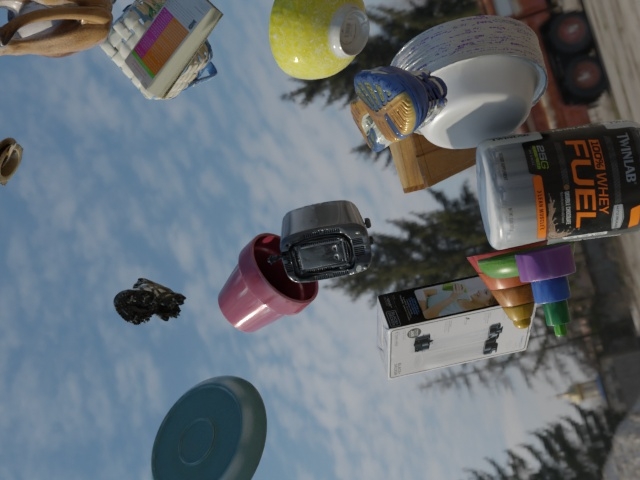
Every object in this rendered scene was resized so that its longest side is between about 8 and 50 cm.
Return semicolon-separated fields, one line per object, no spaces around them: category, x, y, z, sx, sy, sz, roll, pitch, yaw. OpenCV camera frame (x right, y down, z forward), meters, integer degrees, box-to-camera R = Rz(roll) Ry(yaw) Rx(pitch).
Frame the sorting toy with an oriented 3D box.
sorting toy;0.282;0.070;1.162;0.365;0.127;0.126;-6;-95;-87

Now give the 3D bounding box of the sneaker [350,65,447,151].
sneaker;0.124;-0.211;1.247;0.112;0.131;0.296;61;177;-4

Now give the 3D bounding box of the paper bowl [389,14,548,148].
paper bowl;0.275;-0.273;1.592;0.284;0.284;0.148;40;-143;-61

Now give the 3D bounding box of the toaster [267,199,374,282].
toaster;0.000;0.000;1.857;0.146;0.227;0.129;-95;-8;-60

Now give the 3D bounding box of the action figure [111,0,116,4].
action figure;-0.302;-0.547;1.477;0.341;0.178;0.330;38;159;14

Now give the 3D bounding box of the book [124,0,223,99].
book;-0.207;-0.281;1.193;0.035;0.144;0.096;24;-160;-50

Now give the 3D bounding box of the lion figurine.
lion figurine;-0.373;-0.310;1.214;0.392;0.240;0.142;37;129;54

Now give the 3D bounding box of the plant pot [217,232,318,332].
plant pot;-0.135;0.112;2.000;0.201;0.180;0.201;33;-147;-25

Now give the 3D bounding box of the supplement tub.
supplement tub;0.461;-0.103;1.554;0.207;0.338;0.207;-9;-90;-86

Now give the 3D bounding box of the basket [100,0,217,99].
basket;-0.370;-0.461;2.055;0.255;0.201;0.289;46;-161;-11

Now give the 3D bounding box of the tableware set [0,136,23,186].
tableware set;-0.580;-0.091;1.539;0.128;0.039;0.194;65;-130;-82

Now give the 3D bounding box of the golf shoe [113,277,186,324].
golf shoe;-0.364;0.119;1.747;0.094;0.077;0.198;32;-173;26

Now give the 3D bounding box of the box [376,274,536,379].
box;0.257;0.159;1.661;0.169;0.290;0.087;85;171;-47

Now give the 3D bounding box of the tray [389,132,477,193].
tray;0.293;-0.258;2.053;0.411;0.076;0.202;-27;-79;-54

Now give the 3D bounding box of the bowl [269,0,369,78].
bowl;0.028;-0.529;2.144;0.289;0.156;0.289;-26;-53;-40

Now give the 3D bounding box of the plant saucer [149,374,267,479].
plant saucer;-0.248;0.424;1.807;0.044;0.318;0.317;39;-145;-40
